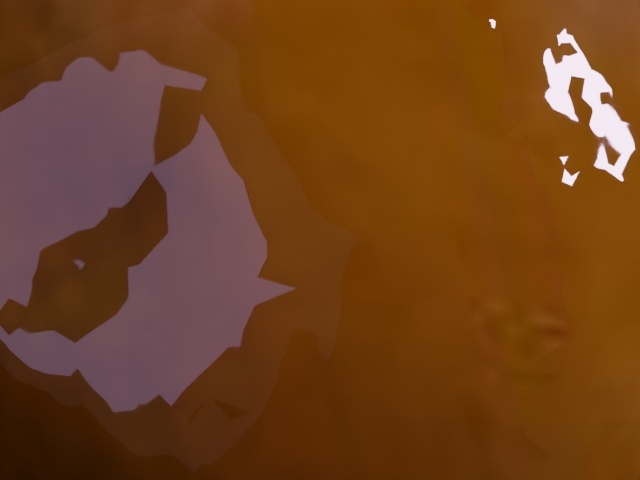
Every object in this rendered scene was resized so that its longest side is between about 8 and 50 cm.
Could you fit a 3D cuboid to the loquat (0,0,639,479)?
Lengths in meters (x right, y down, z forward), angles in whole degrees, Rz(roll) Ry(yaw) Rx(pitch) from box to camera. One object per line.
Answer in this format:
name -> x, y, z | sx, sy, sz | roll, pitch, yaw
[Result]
loquat -> 0.000, 0.000, 0.506 | 0.328, 0.328, 0.328 | 4, 98, 34
